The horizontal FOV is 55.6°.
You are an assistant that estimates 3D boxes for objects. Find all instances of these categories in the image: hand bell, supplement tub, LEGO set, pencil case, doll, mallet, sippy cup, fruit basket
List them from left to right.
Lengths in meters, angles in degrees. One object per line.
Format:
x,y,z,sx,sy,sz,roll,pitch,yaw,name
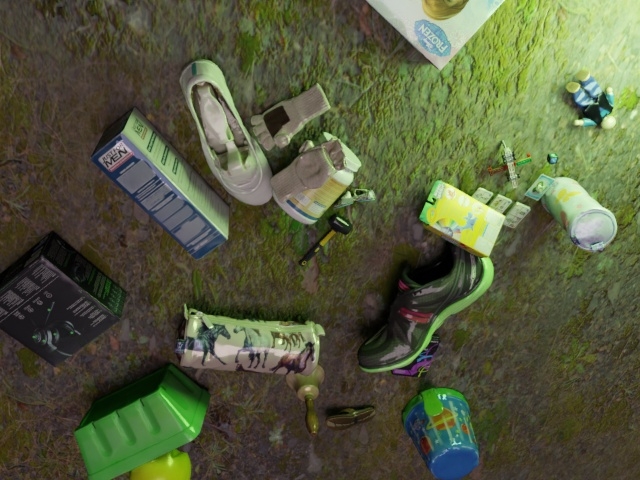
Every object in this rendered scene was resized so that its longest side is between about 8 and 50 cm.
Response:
-0.488,0.609,1.793,0.392,0.283,0.392,0,107,-1,fruit basket
-0.203,0.288,1.726,0.410,0.160,0.183,7,133,-12,pencil case
-0.032,0.487,1.819,0.126,0.242,0.126,-4,120,-7,hand bell
-0.010,-0.154,1.508,0.144,0.144,0.199,35,110,-25,supplement tub
0.000,0.000,1.665,0.190,0.039,0.062,-39,118,18,mallet
0.407,0.646,1.990,0.305,0.224,0.240,28,113,-23,sippy cup
0.525,-0.160,1.655,0.183,0.060,0.244,19,127,-18,LEGO set
0.669,-0.073,1.587,0.113,0.273,0.124,-34,109,16,pencil case
0.700,-0.348,1.562,0.189,0.046,0.129,34,100,-31,doll

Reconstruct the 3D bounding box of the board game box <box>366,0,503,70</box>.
0.262,-0.600,1.336,0.319,0.066,0.318,34,110,-24,board game box

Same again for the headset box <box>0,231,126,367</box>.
-0.690,0.164,1.595,0.246,0.131,0.283,-36,119,12,headset box

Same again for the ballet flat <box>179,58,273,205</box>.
-0.222,-0.228,1.441,0.139,0.139,0.400,-21,121,3,ballet flat

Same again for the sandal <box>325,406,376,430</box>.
0.096,0.581,2.011,0.180,0.049,0.072,-10,128,-20,sandal

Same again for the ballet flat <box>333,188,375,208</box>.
0.087,-0.115,1.613,0.114,0.041,0.041,-13,121,-1,ballet flat

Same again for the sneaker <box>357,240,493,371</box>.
0.267,0.180,1.745,0.202,0.185,0.483,41,98,-18,sneaker

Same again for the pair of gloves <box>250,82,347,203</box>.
-0.053,-0.228,1.428,0.204,0.042,0.240,-22,77,23,pair of gloves

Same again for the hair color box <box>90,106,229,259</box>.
-0.368,-0.133,1.448,0.105,0.174,0.347,-34,119,13,hair color box

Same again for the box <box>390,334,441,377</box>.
0.301,0.362,1.922,0.116,0.029,0.162,8,117,-13,box

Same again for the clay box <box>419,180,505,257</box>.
0.373,-0.057,1.630,0.222,0.053,0.127,28,79,-10,clay box
